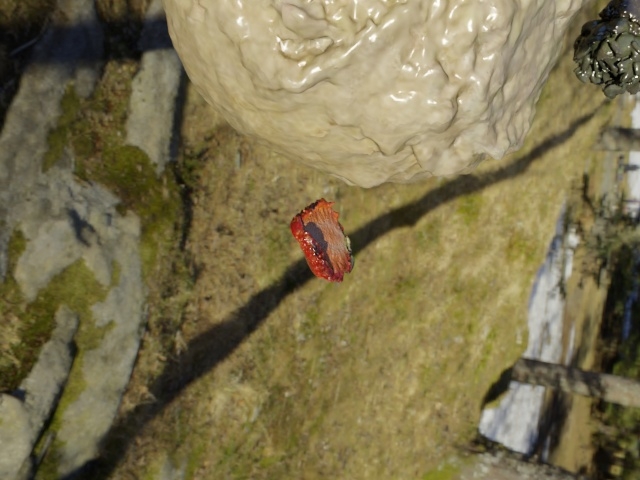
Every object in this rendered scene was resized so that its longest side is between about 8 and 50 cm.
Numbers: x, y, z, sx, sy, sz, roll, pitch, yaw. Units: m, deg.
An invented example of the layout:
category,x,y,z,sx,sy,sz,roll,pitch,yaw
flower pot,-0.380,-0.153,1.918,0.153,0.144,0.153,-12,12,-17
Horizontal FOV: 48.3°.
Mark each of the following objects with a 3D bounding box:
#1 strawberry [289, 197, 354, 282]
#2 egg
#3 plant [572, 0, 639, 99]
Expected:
category,x,y,z,sx,sy,sz,roll,pitch,yaw
strawberry,-0.003,0.000,0.843,0.152,0.048,0.104,24,52,-63
egg,0.040,-0.164,0.489,0.310,0.279,0.279,-19,112,-47
plant,0.332,-0.221,0.751,0.143,0.094,0.092,-52,177,3
